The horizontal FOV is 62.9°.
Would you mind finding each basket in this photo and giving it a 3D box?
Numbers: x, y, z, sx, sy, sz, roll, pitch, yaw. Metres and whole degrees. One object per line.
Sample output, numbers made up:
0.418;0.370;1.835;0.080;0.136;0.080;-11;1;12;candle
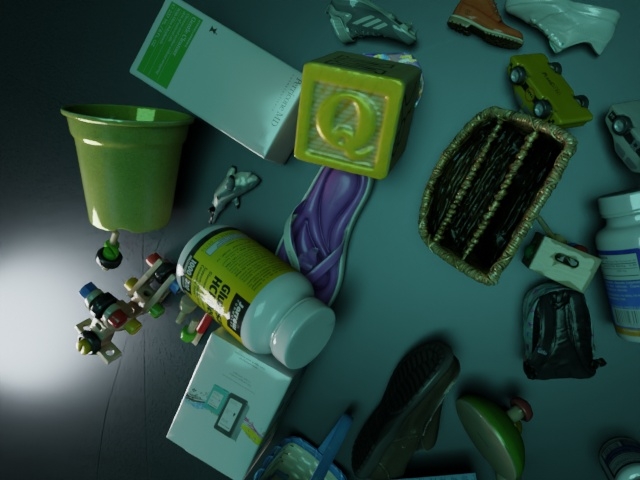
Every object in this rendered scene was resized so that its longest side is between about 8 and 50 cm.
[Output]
-0.036;0.532;1.135;0.201;0.254;0.289;32;120;11;basket
0.309;-0.098;0.993;0.213;0.223;0.299;31;104;15;basket

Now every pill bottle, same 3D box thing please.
0.605;0.457;1.000;0.094;0.169;0.094;1;96;14;pill bottle
-0.136;0.115;1.097;0.333;0.187;0.188;32;103;32;pill bottle
0.605;0.040;0.973;0.152;0.152;0.272;-13;91;15;pill bottle

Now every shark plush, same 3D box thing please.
-0.213;-0.097;1.221;0.067;0.073;0.161;33;98;-21;shark plush

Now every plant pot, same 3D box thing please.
-0.428;-0.162;1.180;0.275;0.276;0.254;11;109;13;plant pot

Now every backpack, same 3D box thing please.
0.466;0.176;1.039;0.151;0.115;0.182;-5;96;1;backpack

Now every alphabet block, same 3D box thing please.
0.076;-0.254;1.033;0.193;0.197;0.193;14;118;14;alphabet block

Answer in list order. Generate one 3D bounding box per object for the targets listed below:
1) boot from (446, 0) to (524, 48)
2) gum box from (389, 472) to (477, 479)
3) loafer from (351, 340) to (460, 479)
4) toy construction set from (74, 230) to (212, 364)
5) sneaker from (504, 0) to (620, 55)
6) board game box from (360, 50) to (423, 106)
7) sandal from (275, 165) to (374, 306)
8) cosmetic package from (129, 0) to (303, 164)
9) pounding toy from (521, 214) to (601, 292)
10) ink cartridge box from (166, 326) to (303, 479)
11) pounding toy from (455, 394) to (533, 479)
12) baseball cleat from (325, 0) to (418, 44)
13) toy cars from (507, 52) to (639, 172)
0.344;-0.444;1.047;0.157;0.059;0.085;29;96;11;boot
0.256;0.570;1.129;0.184;0.041;0.157;-11;123;15;gum box
0.200;0.376;1.133;0.130;0.134;0.366;25;112;-12;loafer
-0.431;0.186;1.247;0.308;0.258;0.237;26;121;-12;toy construction set
0.457;-0.415;1.015;0.212;0.080;0.094;17;110;11;sneaker
0.135;-0.339;1.120;0.168;0.033;0.133;3;96;14;board game box
-0.014;-0.005;1.150;0.169;0.102;0.417;21;101;14;sandal
-0.197;-0.343;1.143;0.365;0.155;0.197;32;99;11;cosmetic package
0.459;0.022;1.019;0.141;0.130;0.100;25;100;11;pounding toy
-0.173;0.340;1.173;0.197;0.198;0.270;27;102;10;ink cartridge box
0.390;0.402;1.070;0.110;0.183;0.237;-29;88;-11;pounding toy
0.104;-0.451;1.110;0.205;0.072;0.110;40;117;13;baseball cleat
0.518;-0.221;0.996;0.393;0.087;0.176;31;57;10;toy cars
